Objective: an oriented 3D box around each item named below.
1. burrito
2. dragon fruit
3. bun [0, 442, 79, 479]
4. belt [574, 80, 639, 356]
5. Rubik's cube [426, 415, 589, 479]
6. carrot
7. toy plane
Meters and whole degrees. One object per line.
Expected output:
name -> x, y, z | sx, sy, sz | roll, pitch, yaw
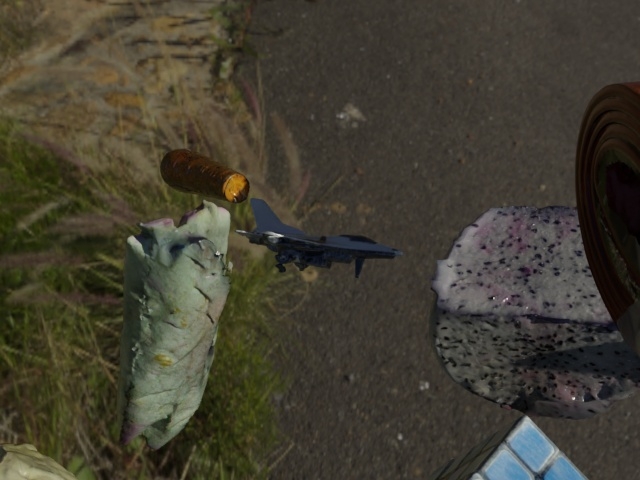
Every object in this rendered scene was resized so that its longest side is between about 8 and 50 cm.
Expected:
burrito -> -0.135, 0.092, 0.732 | 0.096, 0.309, 0.066 | -10, 48, -29
dragon fruit -> 0.296, 0.091, 1.082 | 0.283, 0.204, 0.221 | 3, 49, 15
bun -> -0.282, 0.247, 0.669 | 0.244, 0.153, 0.244 | 12, 2, 0
belt -> 0.312, -0.018, 0.678 | 0.115, 0.227, 0.324 | -6, 29, 2
Rubik's cube -> 0.232, 0.433, 1.054 | 0.259, 0.253, 0.256 | 46, 52, 9
carrot -> -0.137, -0.076, 0.956 | 0.055, 0.055, 0.161 | -27, 27, -31
toy plane -> -0.010, 0.014, 1.052 | 0.234, 0.160, 0.082 | 21, 89, 25
